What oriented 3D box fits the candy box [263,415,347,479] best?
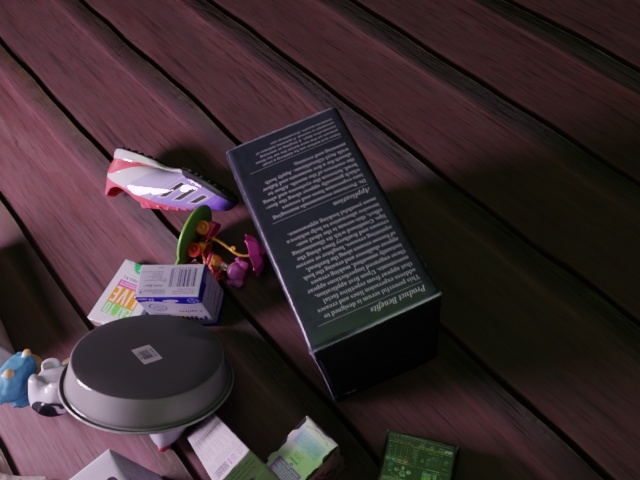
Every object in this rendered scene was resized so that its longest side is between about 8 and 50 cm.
[{"bbox_3d":[-0.052,0.386,0.993,0.070,0.164,0.196,37,72,25],"label":"candy box"}]

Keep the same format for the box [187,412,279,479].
[{"bbox_3d":[-0.142,0.327,0.969,0.067,0.324,0.063,-44,99,-18],"label":"box"}]

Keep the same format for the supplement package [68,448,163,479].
[{"bbox_3d":[-0.355,0.476,0.969,0.262,0.204,0.145,-38,60,-12],"label":"supplement package"}]

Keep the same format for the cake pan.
[{"bbox_3d":[-0.295,0.215,1.098,0.294,0.054,0.293,5,24,-3],"label":"cake pan"}]

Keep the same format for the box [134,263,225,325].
[{"bbox_3d":[-0.264,0.106,1.213,0.126,0.137,0.072,-1,61,9],"label":"box"}]

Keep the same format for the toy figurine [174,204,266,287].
[{"bbox_3d":[-0.192,0.036,1.272,0.159,0.130,0.173,22,87,11],"label":"toy figurine"}]

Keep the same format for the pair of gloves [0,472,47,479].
[{"bbox_3d":[-0.575,0.493,1.038,0.204,0.042,0.240,16,59,-17],"label":"pair of gloves"}]

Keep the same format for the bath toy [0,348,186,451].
[{"bbox_3d":[-0.388,0.285,1.138,0.349,0.128,0.151,11,24,10],"label":"bath toy"}]

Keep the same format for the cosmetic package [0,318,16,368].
[{"bbox_3d":[-0.737,0.129,1.270,0.113,0.160,0.309,-34,61,-11],"label":"cosmetic package"}]

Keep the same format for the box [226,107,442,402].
[{"bbox_3d":[0.025,0.030,1.107,0.212,0.293,0.395,-23,62,-4],"label":"box"}]

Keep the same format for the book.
[{"bbox_3d":[-0.388,0.117,1.294,0.096,0.035,0.144,18,63,15],"label":"book"}]

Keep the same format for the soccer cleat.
[{"bbox_3d":[-0.325,-0.106,1.386,0.318,0.108,0.116,20,87,17],"label":"soccer cleat"}]

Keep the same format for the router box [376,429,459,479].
[{"bbox_3d":[0.158,0.370,1.040,0.123,0.038,0.092,10,61,16],"label":"router box"}]
